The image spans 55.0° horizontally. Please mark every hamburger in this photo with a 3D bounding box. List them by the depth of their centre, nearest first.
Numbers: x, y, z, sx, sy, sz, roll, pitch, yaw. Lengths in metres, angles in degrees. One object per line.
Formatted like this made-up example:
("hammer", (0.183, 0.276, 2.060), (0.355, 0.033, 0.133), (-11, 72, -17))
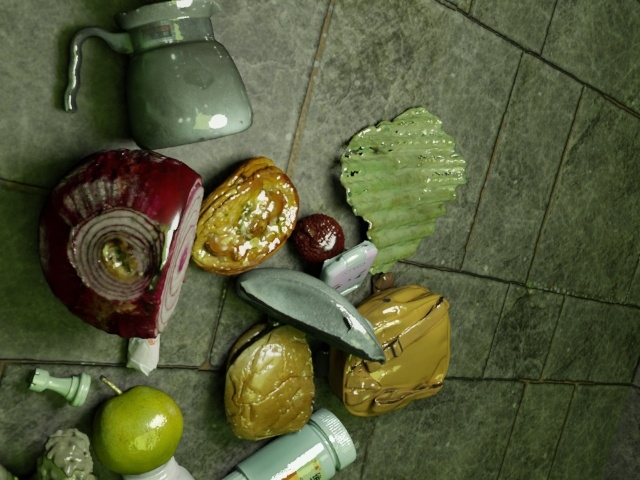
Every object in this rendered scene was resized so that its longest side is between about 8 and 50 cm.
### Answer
("hamburger", (-0.132, 0.330, 1.417), (0.211, 0.133, 0.308), (-7, 108, -37))

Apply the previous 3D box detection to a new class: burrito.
("burrito", (-0.360, 0.174, 1.258), (0.064, 0.064, 0.203), (-1, 105, -35))

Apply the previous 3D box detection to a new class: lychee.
("lychee", (-0.002, 0.003, 1.429), (0.123, 0.123, 0.129), (-40, 138, -20))

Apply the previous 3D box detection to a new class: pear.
("pear", (-0.380, 0.363, 1.248), (0.180, 0.166, 0.216), (-24, 85, -18))

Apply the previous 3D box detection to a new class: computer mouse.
("computer mouse", (-0.009, 0.147, 1.345), (0.374, 0.203, 0.114), (27, 76, 1))

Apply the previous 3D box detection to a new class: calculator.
("calculator", (0.055, 0.080, 1.453), (0.141, 0.045, 0.246), (-25, 159, -21))

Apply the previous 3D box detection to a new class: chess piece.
("chess piece", (-0.504, 0.278, 1.184), (0.103, 0.067, 0.067), (24, 88, -29))

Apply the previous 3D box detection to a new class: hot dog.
("hot dog", (-0.166, -0.048, 1.296), (0.272, 0.122, 0.196), (-44, 122, -20))

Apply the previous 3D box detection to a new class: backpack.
("backpack", (0.172, 0.273, 1.571), (0.378, 0.201, 0.353), (-11, 110, -35))

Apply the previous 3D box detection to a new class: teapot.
("teapot", (-0.291, -0.317, 1.123), (0.223, 0.306, 0.284), (-40, 122, -64))

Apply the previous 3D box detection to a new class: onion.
("onion", (-0.361, 0.001, 1.080), (0.260, 0.282, 0.336), (14, 106, -8))

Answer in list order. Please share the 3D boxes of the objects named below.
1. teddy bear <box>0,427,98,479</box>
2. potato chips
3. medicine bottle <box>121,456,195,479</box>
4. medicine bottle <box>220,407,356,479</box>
("teddy bear", (-0.562, 0.563, 1.133), (0.368, 0.224, 0.357), (-22, 101, -27))
("potato chips", (0.210, -0.125, 1.550), (0.389, 0.097, 0.373), (-36, 121, -26))
("medicine bottle", (-0.345, 0.614, 1.350), (0.179, 0.124, 0.324), (-20, 112, -30))
("medicine bottle", (-0.082, 0.559, 1.496), (0.318, 0.158, 0.158), (-27, 117, -26))
